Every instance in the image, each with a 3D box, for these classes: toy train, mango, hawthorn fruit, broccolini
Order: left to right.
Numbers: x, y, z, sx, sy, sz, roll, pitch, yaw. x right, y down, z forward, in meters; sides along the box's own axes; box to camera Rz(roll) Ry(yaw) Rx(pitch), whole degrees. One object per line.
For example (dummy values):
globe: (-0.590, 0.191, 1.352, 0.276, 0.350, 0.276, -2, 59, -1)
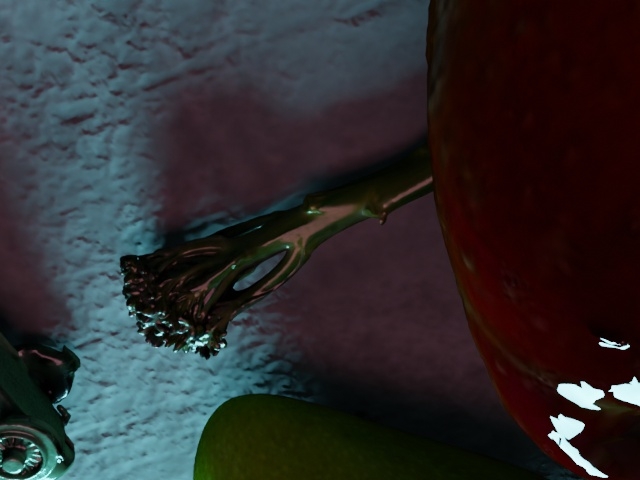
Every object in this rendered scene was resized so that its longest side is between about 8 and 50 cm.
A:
toy train: (-0.217, 0.067, 0.955, 0.132, 0.083, 0.200, -21, 122, 20)
broccolini: (-0.001, -0.001, 0.914, 0.216, 0.058, 0.067, -22, 120, 16)
mango: (0.074, 0.200, 0.995, 0.343, 0.156, 0.192, 36, 122, -10)
hawthorn fruit: (0.162, -0.018, 0.724, 0.285, 0.369, 0.285, 17, 157, 7)
